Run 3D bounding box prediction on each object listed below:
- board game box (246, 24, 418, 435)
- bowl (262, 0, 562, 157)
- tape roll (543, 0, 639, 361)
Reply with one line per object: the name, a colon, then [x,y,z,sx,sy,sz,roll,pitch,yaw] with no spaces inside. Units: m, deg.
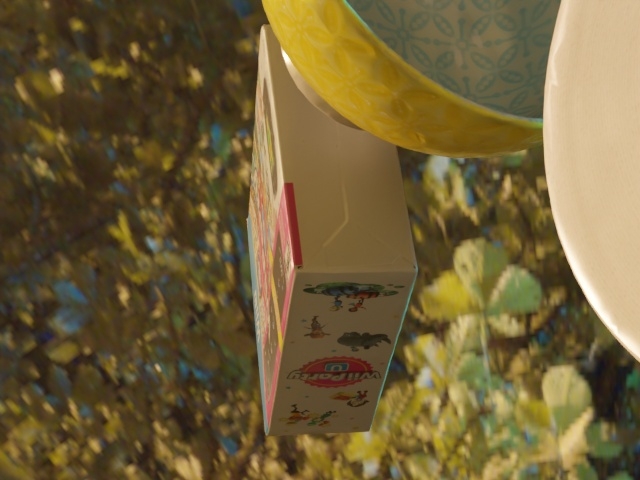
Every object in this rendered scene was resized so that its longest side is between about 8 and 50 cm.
board game box: [0.000,0.000,1.388,0.097,0.303,0.224,-3,-119,-6]
bowl: [0.059,-0.164,1.187,0.289,0.156,0.289,19,-127,-27]
tape roll: [0.255,-0.098,0.687,0.392,0.072,0.392,-29,-131,40]
